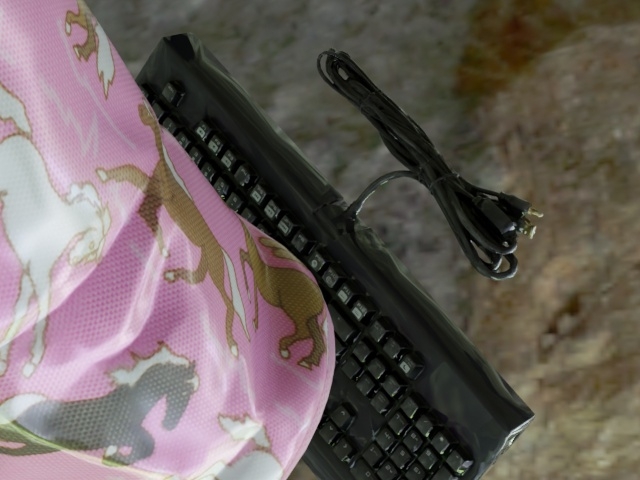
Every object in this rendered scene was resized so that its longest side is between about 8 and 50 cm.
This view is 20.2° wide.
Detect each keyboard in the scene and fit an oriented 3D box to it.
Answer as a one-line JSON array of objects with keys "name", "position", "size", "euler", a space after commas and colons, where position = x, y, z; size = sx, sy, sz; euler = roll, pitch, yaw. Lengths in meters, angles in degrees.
[{"name": "keyboard", "position": [0.000, 0.000, 0.992], "size": [0.317, 0.201, 0.033], "euler": [48, -156, 23]}]

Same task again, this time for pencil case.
[{"name": "pencil case", "position": [-0.131, -0.048, 0.548], "size": [0.167, 0.160, 0.386], "euler": [-45, -47, -17]}]
